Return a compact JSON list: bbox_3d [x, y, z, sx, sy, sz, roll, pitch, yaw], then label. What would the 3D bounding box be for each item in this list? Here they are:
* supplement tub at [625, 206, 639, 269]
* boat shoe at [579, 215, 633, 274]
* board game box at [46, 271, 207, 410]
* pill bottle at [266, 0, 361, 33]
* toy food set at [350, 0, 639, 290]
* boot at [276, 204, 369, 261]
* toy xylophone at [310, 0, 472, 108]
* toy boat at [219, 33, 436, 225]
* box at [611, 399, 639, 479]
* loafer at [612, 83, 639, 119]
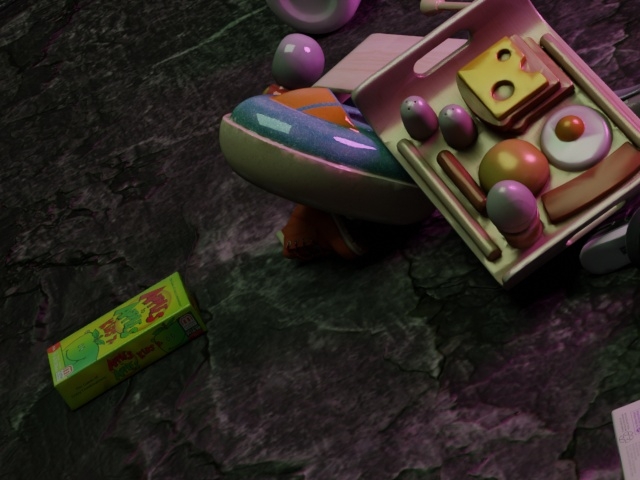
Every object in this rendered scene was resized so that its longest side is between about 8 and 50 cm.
[{"bbox_3d":[0.362,0.012,1.545,0.106,0.106,0.198,-41,29,-19],"label":"supplement tub"},{"bbox_3d":[0.316,-0.010,1.689,0.142,0.049,0.040,-20,29,25],"label":"boat shoe"},{"bbox_3d":[-0.227,0.116,2.029,0.181,0.043,0.092,-31,27,0],"label":"board game box"},{"bbox_3d":[0.018,-0.430,2.574,0.146,0.146,0.264,-14,33,30],"label":"pill bottle"},{"bbox_3d":[0.195,-0.116,1.776,0.220,0.092,0.306,-36,55,0],"label":"toy food set"},{"bbox_3d":[0.000,0.000,1.990,0.084,0.059,0.158,-43,25,-2],"label":"boot"},{"bbox_3d":[0.129,-0.204,2.159,0.236,0.081,0.323,-39,28,-14],"label":"toy xylophone"},{"bbox_3d":[-0.002,-0.134,1.992,0.318,0.267,0.148,46,120,61],"label":"toy boat"},{"bbox_3d":[0.276,0.234,1.308,0.067,0.063,0.324,-25,28,15],"label":"box"},{"bbox_3d":[0.358,-0.131,1.839,0.267,0.084,0.096,-16,0,20],"label":"loafer"}]
